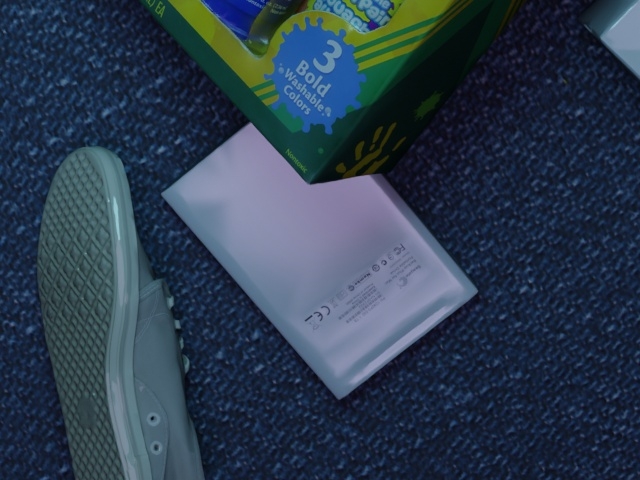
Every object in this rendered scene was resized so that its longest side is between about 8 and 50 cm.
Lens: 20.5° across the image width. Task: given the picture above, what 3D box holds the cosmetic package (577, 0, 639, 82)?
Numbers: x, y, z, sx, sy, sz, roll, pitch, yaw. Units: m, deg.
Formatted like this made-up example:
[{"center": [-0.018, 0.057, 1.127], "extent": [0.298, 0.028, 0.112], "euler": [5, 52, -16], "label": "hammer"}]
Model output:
[{"center": [0.448, -0.297, 1.795], "extent": [0.155, 0.197, 0.365], "euler": [42, 103, -9], "label": "cosmetic package"}]

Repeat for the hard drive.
[{"center": [0.000, 0.000, 1.958], "extent": [0.203, 0.040, 0.307], "euler": [-39, 99, 10], "label": "hard drive"}]

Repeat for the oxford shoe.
[{"center": [-0.214, 0.116, 1.957], "extent": [0.130, 0.169, 0.449], "euler": [-13, 97, -37], "label": "oxford shoe"}]

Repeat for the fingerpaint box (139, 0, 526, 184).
[{"center": [-0.013, -0.339, 1.682], "extent": [0.445, 0.163, 0.371], "euler": [48, 118, 18], "label": "fingerpaint box"}]
